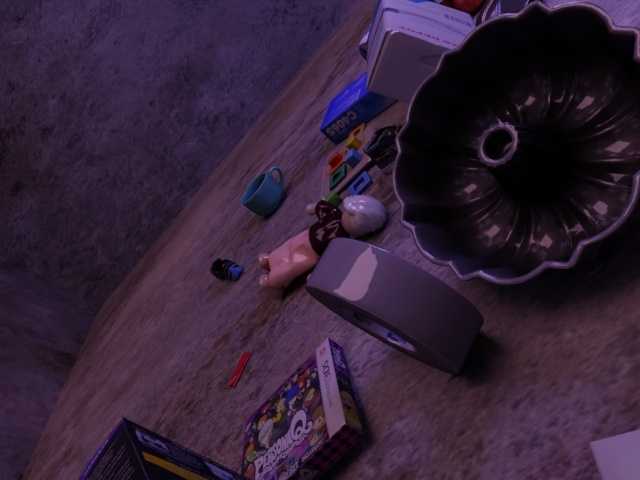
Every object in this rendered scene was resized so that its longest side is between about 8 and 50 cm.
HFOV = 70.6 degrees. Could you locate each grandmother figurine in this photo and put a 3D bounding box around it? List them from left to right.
[{"bbox_3d":[0.000,0.000,1.007,0.342,0.104,0.208,-31,60,34],"label":"grandmother figurine"}]

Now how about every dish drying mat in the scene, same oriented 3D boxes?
[{"bbox_3d":[-0.186,0.294,1.034,0.032,0.008,0.083,-17,42,53],"label":"dish drying mat"}]

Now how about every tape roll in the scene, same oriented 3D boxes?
[{"bbox_3d":[0.090,0.084,0.582,0.072,0.219,0.219,-59,25,-12],"label":"tape roll"}]

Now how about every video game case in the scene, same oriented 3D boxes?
[{"bbox_3d":[-0.039,0.295,0.714,0.232,0.041,0.210,-47,18,12],"label":"video game case"}]

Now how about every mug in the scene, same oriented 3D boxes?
[{"bbox_3d":[-0.178,-0.155,1.505,0.157,0.097,0.130,-38,28,27],"label":"mug"}]

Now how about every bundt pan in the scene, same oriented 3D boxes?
[{"bbox_3d":[0.252,-0.106,0.566,0.330,0.124,0.332,-11,76,49],"label":"bundt pan"}]

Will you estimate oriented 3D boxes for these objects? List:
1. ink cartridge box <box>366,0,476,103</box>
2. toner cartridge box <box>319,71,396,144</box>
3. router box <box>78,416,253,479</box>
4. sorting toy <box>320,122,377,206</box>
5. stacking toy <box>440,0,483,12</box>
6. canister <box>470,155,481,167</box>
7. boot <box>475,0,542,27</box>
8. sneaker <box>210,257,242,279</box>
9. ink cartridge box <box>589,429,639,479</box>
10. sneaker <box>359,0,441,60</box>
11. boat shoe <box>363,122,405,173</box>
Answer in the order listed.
[{"bbox_3d":[0.221,-0.411,0.976,0.308,0.222,0.129,-83,10,-48],"label":"ink cartridge box"},{"bbox_3d":[0.152,-0.438,1.333,0.347,0.075,0.165,-28,35,43],"label":"toner cartridge box"},{"bbox_3d":[-0.079,0.315,0.461,0.242,0.308,0.081,-4,51,60],"label":"router box"},{"bbox_3d":[0.069,-0.217,1.220,0.196,0.047,0.348,-37,28,30],"label":"sorting toy"},{"bbox_3d":[0.338,-0.690,1.288,0.141,0.141,0.330,-52,28,2],"label":"stacking toy"},{"bbox_3d":[0.314,-0.148,0.675,0.169,0.073,0.126,-16,44,50],"label":"canister"},{"bbox_3d":[0.444,-0.551,0.998,0.137,0.076,0.198,14,82,59],"label":"boot"},{"bbox_3d":[-0.313,0.084,1.448,0.188,0.078,0.067,-2,54,60],"label":"sneaker"},{"bbox_3d":[0.261,0.200,0.239,0.127,0.128,0.176,-35,31,33],"label":"ink cartridge box"},{"bbox_3d":[0.214,-0.592,1.222,0.316,0.127,0.182,-55,19,-6],"label":"sneaker"},{"bbox_3d":[0.182,-0.237,1.006,0.183,0.083,0.065,-45,26,17],"label":"boat shoe"}]
